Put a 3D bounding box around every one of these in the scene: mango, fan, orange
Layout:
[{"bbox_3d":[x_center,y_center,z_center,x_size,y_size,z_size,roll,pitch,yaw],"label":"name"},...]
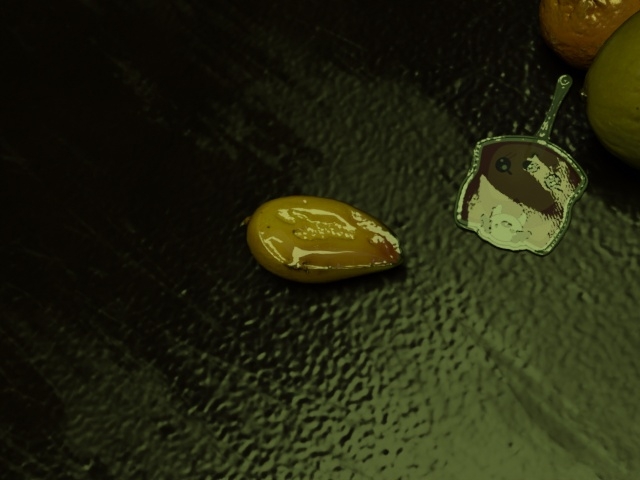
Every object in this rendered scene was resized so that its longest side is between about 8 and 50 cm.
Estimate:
[{"bbox_3d":[0.428,-0.170,1.027,0.331,0.142,0.195,-15,108,1],"label":"mango"},{"bbox_3d":[0.000,0.000,1.115,0.187,0.066,0.101,6,63,9],"label":"mango"},{"bbox_3d":[0.236,-0.090,1.125,0.132,0.009,0.220,20,76,16],"label":"fan"},{"bbox_3d":[0.308,-0.254,1.114,0.135,0.117,0.136,-2,73,6],"label":"orange"}]
